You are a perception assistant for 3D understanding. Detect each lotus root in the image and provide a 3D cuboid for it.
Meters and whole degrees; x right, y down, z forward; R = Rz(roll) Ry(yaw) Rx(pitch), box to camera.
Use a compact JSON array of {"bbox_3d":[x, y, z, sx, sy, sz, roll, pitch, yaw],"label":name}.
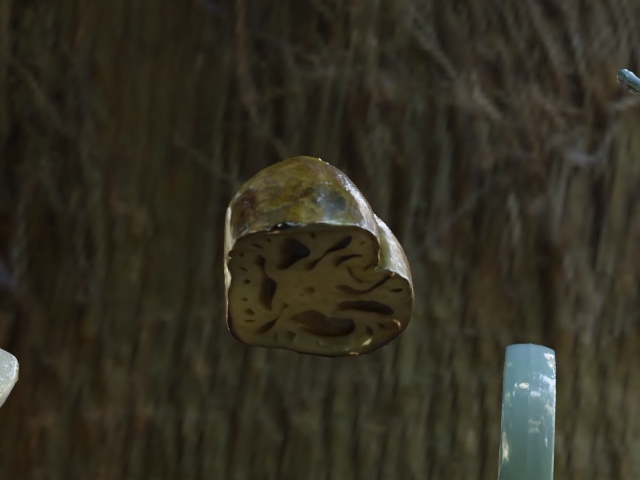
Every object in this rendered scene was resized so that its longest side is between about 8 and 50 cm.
[{"bbox_3d":[0.000,-0.001,1.841,0.199,0.180,0.188,9,-48,-4],"label":"lotus root"}]

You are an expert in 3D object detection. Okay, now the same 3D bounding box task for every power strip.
[{"bbox_3d":[0.199,0.186,1.749,0.054,0.168,0.253,4,-11,7],"label":"power strip"}]

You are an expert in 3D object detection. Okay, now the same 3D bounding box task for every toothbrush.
[{"bbox_3d":[0.312,-0.100,1.505,0.016,0.019,0.219,17,16,-32],"label":"toothbrush"}]

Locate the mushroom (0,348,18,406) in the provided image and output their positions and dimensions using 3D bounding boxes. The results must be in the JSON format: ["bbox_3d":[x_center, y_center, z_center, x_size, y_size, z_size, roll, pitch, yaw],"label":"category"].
[{"bbox_3d":[-0.431,0.196,1.652,0.154,0.138,0.407,24,-48,-24],"label":"mushroom"}]
